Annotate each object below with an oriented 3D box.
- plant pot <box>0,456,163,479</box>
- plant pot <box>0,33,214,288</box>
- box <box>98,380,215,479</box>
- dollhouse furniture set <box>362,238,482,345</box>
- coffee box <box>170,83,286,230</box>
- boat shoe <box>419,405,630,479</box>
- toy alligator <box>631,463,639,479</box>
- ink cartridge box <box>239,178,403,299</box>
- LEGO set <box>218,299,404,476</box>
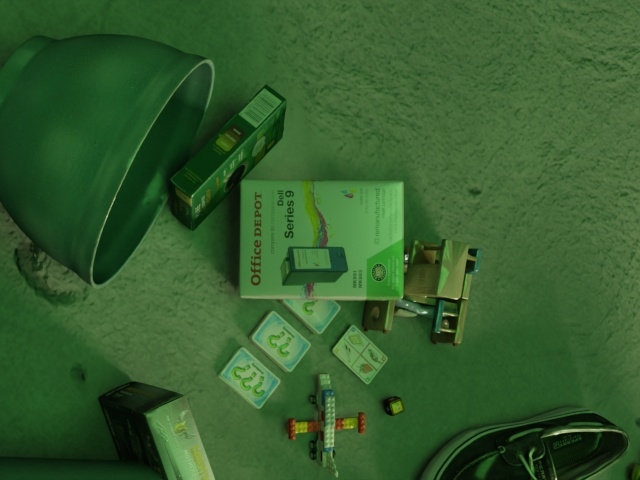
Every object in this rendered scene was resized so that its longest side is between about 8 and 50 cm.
[{"bbox_3d":[-0.344,0.376,1.393,0.334,0.341,0.341,2,88,-35],"label":"plant pot"},{"bbox_3d":[-0.275,-0.119,1.469,0.196,0.293,0.293,27,76,3],"label":"plant pot"},{"bbox_3d":[-0.182,0.291,1.541,0.056,0.183,0.231,-22,99,-26],"label":"box"},{"bbox_3d":[0.162,0.073,1.722,0.129,0.183,0.129,12,84,-27],"label":"dollhouse furniture set"},{"bbox_3d":[-0.117,-0.105,1.621,0.040,0.113,0.184,39,71,10],"label":"coffee box"},{"bbox_3d":[0.296,0.314,1.824,0.335,0.119,0.121,-20,98,-26],"label":"boat shoe"},{"bbox_3d":[0.501,0.412,1.970,0.051,0.056,0.190,40,66,-64],"label":"toy alligator"},{"bbox_3d":[0.000,0.000,1.649,0.212,0.093,0.154,1,87,0],"label":"ink cartridge box"},{"bbox_3d":[0.009,0.190,1.714,0.244,0.060,0.182,45,74,-20],"label":"LEGO set"}]
